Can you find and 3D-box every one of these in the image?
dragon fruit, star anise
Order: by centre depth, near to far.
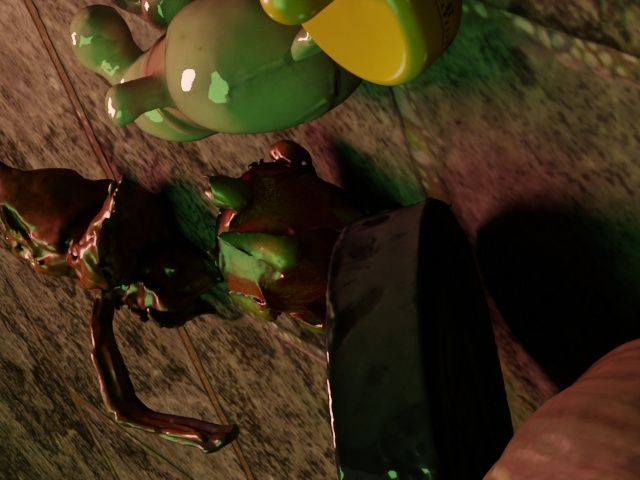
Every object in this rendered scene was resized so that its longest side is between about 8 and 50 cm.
[{"bbox_3d":[0.000,0.000,1.284,0.175,0.138,0.142,14,-170,10],"label":"dragon fruit"},{"bbox_3d":[-0.181,0.049,1.639,0.346,0.148,0.237,58,160,5],"label":"star anise"}]

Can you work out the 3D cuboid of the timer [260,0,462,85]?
[{"bbox_3d":[0.018,-0.127,0.902,0.107,0.109,0.107,38,156,21],"label":"timer"}]

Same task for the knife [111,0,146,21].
[{"bbox_3d":[-0.096,-0.214,1.202,0.089,0.043,0.365,54,158,-6],"label":"knife"}]

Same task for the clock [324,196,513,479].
[{"bbox_3d":[0.075,0.132,1.123,0.066,0.319,0.319,-10,130,14],"label":"clock"}]

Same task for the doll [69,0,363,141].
[{"bbox_3d":[-0.051,-0.119,1.141,0.275,0.155,0.113,7,119,50],"label":"doll"}]

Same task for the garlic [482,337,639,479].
[{"bbox_3d":[0.205,0.182,0.938,0.259,0.317,0.317,23,145,42],"label":"garlic"}]
